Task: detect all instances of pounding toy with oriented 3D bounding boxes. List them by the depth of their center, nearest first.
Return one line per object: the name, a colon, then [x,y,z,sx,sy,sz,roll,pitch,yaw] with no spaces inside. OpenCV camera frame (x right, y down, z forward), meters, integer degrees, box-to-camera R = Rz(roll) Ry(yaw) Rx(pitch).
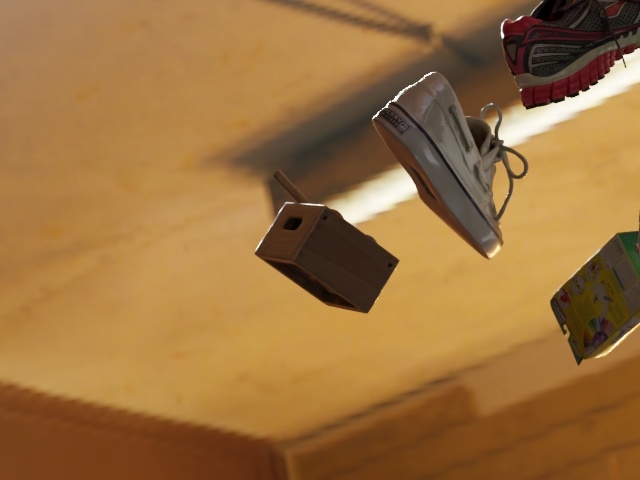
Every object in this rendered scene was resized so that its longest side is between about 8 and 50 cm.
pounding toy: [0.000,0.000,2.051,0.130,0.100,0.141,36,-11,-22]

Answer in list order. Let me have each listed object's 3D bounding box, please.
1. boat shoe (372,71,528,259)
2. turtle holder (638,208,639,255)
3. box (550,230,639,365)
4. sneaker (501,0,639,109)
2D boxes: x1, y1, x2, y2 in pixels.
boat shoe: [0.201,-0.116,2.537,0.156,0.136,0.367,-44,-40,-5]
turtle holder: [0.490,0.026,1.945,0.320,0.227,0.243,35,-62,-11]
box: [0.369,0.078,2.399,0.043,0.105,0.179,-4,-29,-35]
sneaker: [0.338,-0.270,2.232,0.299,0.112,0.121,-36,17,-35]
